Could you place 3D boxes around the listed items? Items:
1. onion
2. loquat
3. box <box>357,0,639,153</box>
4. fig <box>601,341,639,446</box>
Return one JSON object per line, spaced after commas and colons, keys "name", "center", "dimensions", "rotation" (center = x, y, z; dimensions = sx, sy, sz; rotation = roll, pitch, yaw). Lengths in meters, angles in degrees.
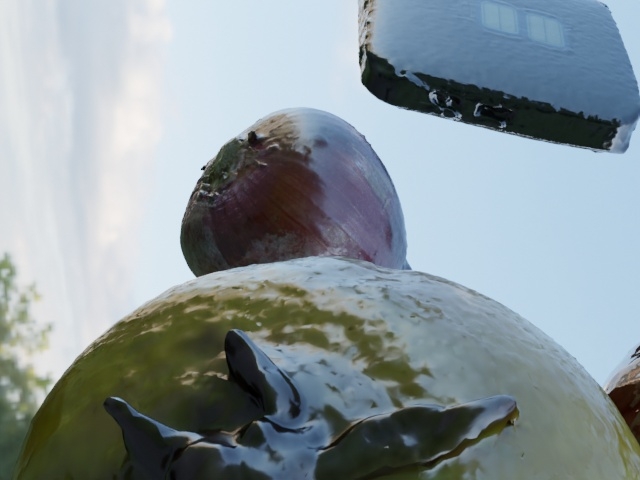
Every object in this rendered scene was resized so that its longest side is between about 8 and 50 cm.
{"name": "onion", "center": [0.000, 0.000, 0.789], "dimensions": [0.159, 0.195, 0.159], "rotation": [-44, -158, 23]}
{"name": "loquat", "center": [0.006, 0.111, 0.395], "dimensions": [0.244, 0.244, 0.244], "rotation": [174, -90, -73]}
{"name": "box", "center": [0.219, -0.246, 1.416], "dimensions": [0.359, 0.350, 0.091], "rotation": [-86, -171, -54]}
{"name": "fig", "center": [0.231, 0.120, 0.532], "dimensions": [0.186, 0.204, 0.249], "rotation": [47, -28, 5]}
